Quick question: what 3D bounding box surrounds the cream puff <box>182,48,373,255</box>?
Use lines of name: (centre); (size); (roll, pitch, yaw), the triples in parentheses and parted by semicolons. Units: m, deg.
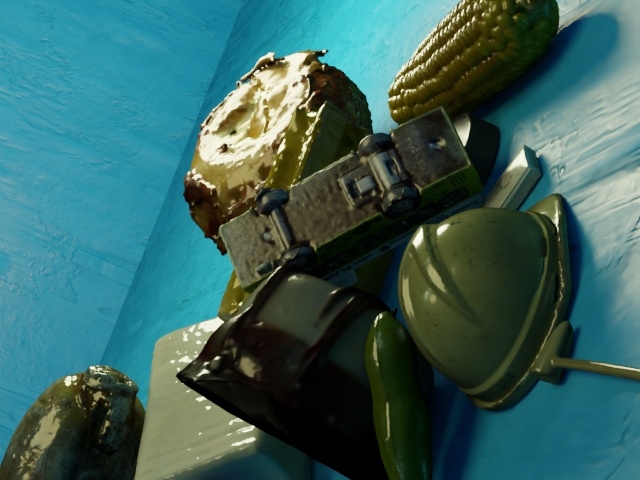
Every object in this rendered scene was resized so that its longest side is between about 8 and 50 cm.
cream puff: (-0.053, -0.111, 2.314); (0.350, 0.229, 0.350); (-31, 35, 24)

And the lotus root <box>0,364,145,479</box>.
lotus root: (-0.348, 0.322, 2.047); (0.349, 0.175, 0.175); (-59, 15, 7)

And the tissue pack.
tissue pack: (0.208, -0.051, 1.704); (0.108, 0.023, 0.056); (-57, 17, 27)

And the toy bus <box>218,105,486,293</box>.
toy bus: (0.043, -0.029, 1.776); (0.302, 0.139, 0.113); (-28, 61, 10)

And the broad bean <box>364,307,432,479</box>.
broad bean: (0.079, 0.215, 1.512); (0.056, 0.098, 0.318); (-13, 61, 27)

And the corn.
corn: (0.185, -0.224, 1.891); (0.363, 0.120, 0.120); (136, 155, -64)

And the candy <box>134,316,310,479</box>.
candy: (-0.128, 0.244, 2.014); (0.208, 0.145, 0.358); (-22, 29, 14)

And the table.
table: (0.167, -0.091, 1.873); (0.133, 0.043, 0.133); (-57, 17, 27)

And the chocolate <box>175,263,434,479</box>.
chocolate: (-0.001, 0.139, 1.670); (0.186, 0.284, 0.283); (-62, 14, -7)

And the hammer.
hammer: (0.247, 0.103, 1.333); (0.060, 0.028, 0.195); (-61, 17, -9)

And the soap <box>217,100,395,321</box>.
soap: (0.000, 0.000, 1.991); (0.091, 0.199, 0.314); (-3, 62, 50)

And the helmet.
helmet: (0.149, 0.038, 1.542); (0.204, 0.137, 0.257); (-55, 18, 35)
